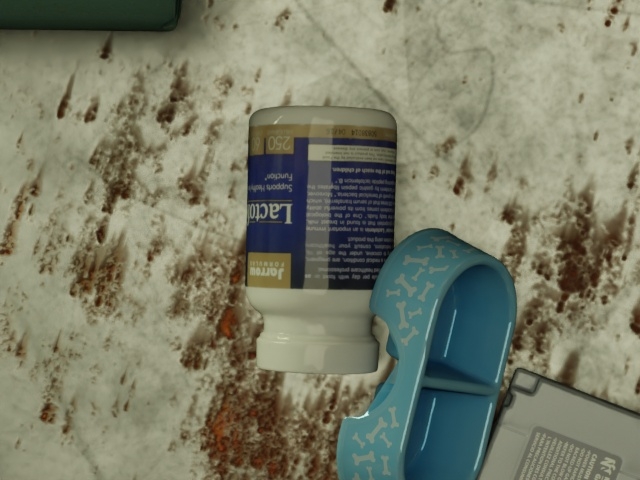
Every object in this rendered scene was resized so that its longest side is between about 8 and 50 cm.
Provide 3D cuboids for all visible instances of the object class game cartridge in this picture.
[{"bbox_3d":[0.241,0.301,1.769,0.196,0.060,0.294,22,91,8],"label":"game cartridge"}]

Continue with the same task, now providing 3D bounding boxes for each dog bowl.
[{"bbox_3d":[0.114,0.139,1.718,0.074,0.166,0.297,14,91,42],"label":"dog bowl"}]

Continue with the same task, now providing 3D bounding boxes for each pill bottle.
[{"bbox_3d":[0.000,0.000,1.739,0.153,0.153,0.265,1,89,4],"label":"pill bottle"}]

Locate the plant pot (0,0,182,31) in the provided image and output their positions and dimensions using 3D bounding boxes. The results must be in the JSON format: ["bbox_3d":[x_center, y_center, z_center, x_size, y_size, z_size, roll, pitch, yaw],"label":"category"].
[{"bbox_3d":[-0.295,-0.349,1.692,0.334,0.341,0.341,5,90,-3],"label":"plant pot"}]
